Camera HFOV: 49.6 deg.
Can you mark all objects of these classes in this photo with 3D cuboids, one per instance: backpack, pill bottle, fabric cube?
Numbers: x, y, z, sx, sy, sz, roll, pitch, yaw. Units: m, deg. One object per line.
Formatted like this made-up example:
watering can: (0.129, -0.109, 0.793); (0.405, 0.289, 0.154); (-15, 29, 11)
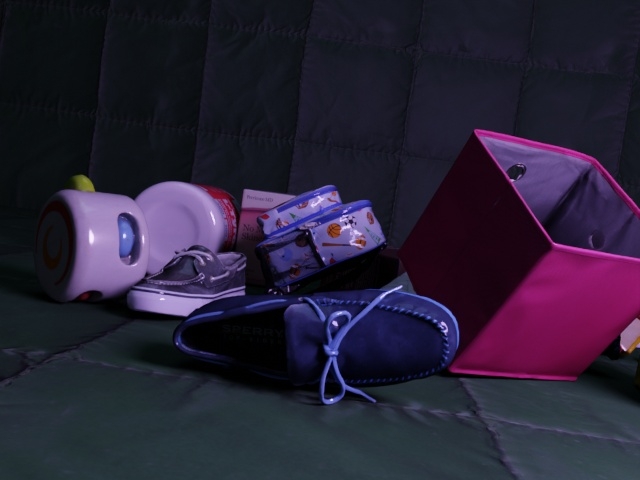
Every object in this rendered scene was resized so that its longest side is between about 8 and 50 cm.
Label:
backpack: (0.000, 0.000, 1.455); (0.264, 0.213, 0.276); (-16, 4, 2)
pill bottle: (-0.313, -0.028, 1.731); (0.229, 0.228, 0.408); (8, 4, 5)
fabric cube: (0.311, 0.027, 1.040); (0.254, 0.258, 0.259); (7, 41, -25)

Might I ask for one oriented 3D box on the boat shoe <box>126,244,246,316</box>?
boat shoe: (-0.232, 0.066, 1.238); (0.121, 0.119, 0.335); (9, 3, 16)

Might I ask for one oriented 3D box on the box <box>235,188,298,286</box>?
box: (-0.125, -0.005, 1.727); (0.149, 0.232, 0.127); (8, 3, 6)

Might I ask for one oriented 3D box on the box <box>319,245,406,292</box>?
box: (0.162, 0.089, 1.640); (0.191, 0.143, 0.381); (6, 5, -25)

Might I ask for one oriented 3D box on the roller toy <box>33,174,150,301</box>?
roller toy: (-0.390, 0.013, 1.194); (0.146, 0.209, 0.191); (4, 32, -45)

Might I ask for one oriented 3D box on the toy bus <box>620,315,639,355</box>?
toy bus: (0.569, 0.169, 1.398); (0.191, 0.202, 0.104); (1, -28, 2)

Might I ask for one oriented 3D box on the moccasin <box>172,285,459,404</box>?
moccasin: (-0.015, 0.129, 0.812); (0.342, 0.137, 0.117); (-6, 2, 22)

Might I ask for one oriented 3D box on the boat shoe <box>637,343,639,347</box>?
boat shoe: (0.642, 0.183, 1.551); (0.258, 0.084, 0.095); (8, 3, 6)

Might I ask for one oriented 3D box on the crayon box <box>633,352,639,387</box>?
crayon box: (0.543, 0.083, 0.997); (0.081, 0.318, 0.202); (9, 4, 11)

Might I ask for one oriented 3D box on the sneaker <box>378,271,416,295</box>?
sneaker: (0.193, 0.146, 1.234); (0.152, 0.114, 0.305); (-23, 20, -17)

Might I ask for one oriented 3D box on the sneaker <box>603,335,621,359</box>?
sneaker: (0.414, 0.180, 1.224); (0.081, 0.090, 0.232); (4, -16, -39)
